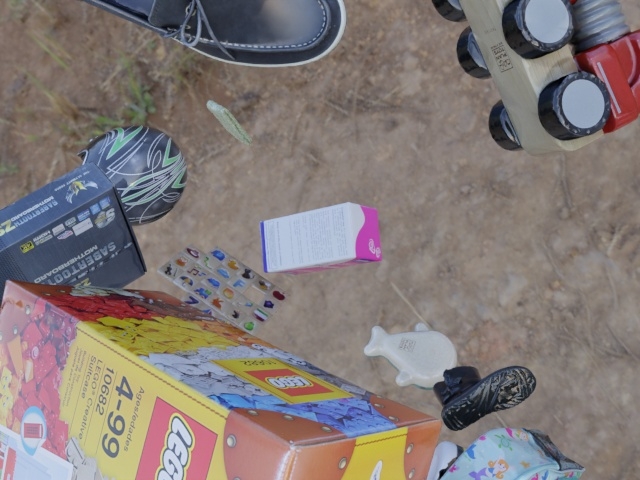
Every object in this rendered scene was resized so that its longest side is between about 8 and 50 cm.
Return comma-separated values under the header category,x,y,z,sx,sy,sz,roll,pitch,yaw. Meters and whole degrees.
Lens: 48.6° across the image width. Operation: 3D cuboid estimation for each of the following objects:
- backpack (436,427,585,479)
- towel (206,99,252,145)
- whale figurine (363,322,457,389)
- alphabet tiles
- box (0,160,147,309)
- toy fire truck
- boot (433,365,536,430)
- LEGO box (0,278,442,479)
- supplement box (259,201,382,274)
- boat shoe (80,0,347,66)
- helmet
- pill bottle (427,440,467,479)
category,x,y,z,sx,sy,sz,roll,pitch,yaw
backpack,0.278,0.400,1.068,0.225,0.254,0.191,-54,45,9
towel,-0.258,-0.332,2.015,0.027,0.148,0.110,-46,43,-8
whale figurine,0.270,0.349,2.121,0.272,0.141,0.216,15,58,15
alphabet tiles,-0.203,0.099,1.442,0.198,0.237,0.009,-46,-14,-52
box,-0.333,0.034,0.838,0.233,0.183,0.059,-33,62,-22
toy fire truck,0.256,-0.222,0.693,0.246,0.217,0.158,-28,7,-13
boot,0.394,0.353,1.749,0.247,0.094,0.207,-33,8,10
LEGO box,-0.156,0.326,0.619,0.373,0.193,0.499,18,95,39
supplement box,0.000,0.000,1.427,0.220,0.111,0.113,-12,78,34
boat shoe,-0.202,-0.383,1.072,0.156,0.501,0.186,-97,26,-70
helmet,-0.291,-0.100,1.103,0.169,0.169,0.161,-48,32,-4
pill bottle,0.384,0.577,1.512,0.188,0.334,0.187,22,-90,-86
